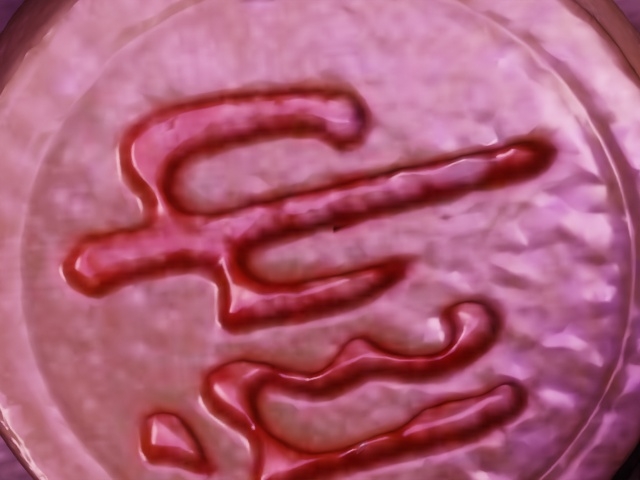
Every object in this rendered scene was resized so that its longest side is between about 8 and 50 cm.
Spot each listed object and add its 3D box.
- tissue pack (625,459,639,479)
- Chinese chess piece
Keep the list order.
[{"bbox_3d":[0.214,0.169,0.435,0.253,0.264,0.416,27,111,-4],"label":"tissue pack"},{"bbox_3d":[0.000,0.000,0.495,0.270,0.112,0.270,0,105,0],"label":"Chinese chess piece"}]
